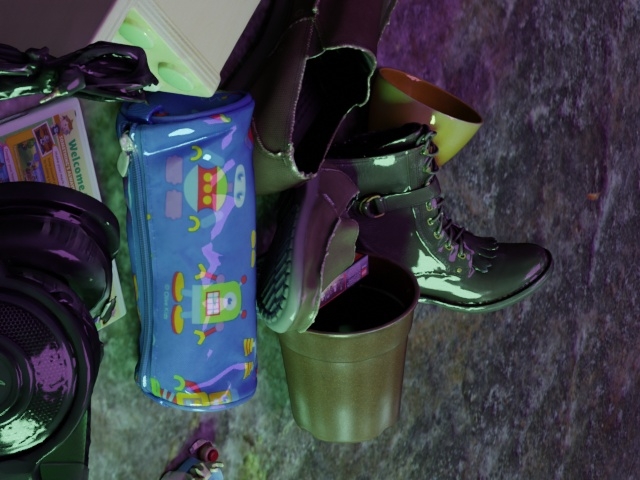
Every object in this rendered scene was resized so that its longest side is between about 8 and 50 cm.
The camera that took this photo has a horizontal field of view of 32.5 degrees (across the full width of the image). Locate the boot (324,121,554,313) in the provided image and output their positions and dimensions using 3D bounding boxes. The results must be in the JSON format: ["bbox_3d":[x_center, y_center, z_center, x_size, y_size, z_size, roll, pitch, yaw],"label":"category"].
[{"bbox_3d":[0.127,-0.029,1.236,0.091,0.263,0.229,-88,169,-54],"label":"boot"}]

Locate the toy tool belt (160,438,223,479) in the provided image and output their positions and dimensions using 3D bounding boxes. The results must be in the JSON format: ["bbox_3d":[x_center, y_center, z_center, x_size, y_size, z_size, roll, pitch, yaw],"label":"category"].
[{"bbox_3d":[-0.123,0.248,1.134,0.083,0.051,0.052,-45,132,-35],"label":"toy tool belt"}]

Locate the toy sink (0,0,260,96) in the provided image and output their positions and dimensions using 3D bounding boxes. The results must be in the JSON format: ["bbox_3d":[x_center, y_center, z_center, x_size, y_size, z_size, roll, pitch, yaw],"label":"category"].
[{"bbox_3d":[-0.149,-0.202,0.896,0.131,0.153,0.234,47,63,-47],"label":"toy sink"}]

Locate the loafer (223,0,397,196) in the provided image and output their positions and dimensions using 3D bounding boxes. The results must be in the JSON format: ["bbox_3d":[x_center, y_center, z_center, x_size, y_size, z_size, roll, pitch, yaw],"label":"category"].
[{"bbox_3d":[0.017,-0.190,1.124,0.134,0.130,0.366,45,65,-48],"label":"loafer"}]

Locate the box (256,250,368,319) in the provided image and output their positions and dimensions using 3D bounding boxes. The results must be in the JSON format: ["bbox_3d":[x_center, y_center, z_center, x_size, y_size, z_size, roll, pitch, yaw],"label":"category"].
[{"bbox_3d":[-0.026,0.040,1.162,0.137,0.094,0.027,-34,132,-42],"label":"box"}]

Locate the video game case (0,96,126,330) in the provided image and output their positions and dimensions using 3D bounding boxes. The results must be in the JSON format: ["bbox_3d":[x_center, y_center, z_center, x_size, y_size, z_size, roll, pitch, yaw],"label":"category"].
[{"bbox_3d":[-0.260,0.008,0.919,0.193,0.023,0.212,-31,122,-43],"label":"video game case"}]

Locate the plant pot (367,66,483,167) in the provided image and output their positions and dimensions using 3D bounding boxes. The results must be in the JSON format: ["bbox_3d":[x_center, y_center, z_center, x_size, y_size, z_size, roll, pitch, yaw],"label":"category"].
[{"bbox_3d":[0.108,-0.127,1.275,0.134,0.134,0.095,-2,125,-51],"label":"plant pot"}]

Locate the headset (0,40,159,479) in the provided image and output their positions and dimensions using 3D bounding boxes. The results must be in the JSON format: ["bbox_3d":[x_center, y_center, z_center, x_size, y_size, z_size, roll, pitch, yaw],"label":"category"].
[{"bbox_3d":[-0.189,0.045,0.781,0.243,0.185,0.394,-95,-177,-56],"label":"headset"}]

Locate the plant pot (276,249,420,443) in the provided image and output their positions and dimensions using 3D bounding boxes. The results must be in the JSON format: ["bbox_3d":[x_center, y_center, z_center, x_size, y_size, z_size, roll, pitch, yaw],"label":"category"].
[{"bbox_3d":[0.027,0.123,1.209,0.167,0.167,0.165,-33,131,-42],"label":"plant pot"}]

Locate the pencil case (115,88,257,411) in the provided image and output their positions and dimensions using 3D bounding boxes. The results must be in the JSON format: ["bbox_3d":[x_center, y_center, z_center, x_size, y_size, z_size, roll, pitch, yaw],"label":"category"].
[{"bbox_3d":[-0.122,0.007,1.012,0.133,0.119,0.306,-13,111,-37],"label":"pencil case"}]

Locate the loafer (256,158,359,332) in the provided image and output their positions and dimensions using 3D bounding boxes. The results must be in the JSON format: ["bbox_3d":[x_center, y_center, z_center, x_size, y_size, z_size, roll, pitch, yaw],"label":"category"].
[{"bbox_3d":[0.000,0.000,1.100,0.094,0.087,0.251,-56,-165,39],"label":"loafer"}]
